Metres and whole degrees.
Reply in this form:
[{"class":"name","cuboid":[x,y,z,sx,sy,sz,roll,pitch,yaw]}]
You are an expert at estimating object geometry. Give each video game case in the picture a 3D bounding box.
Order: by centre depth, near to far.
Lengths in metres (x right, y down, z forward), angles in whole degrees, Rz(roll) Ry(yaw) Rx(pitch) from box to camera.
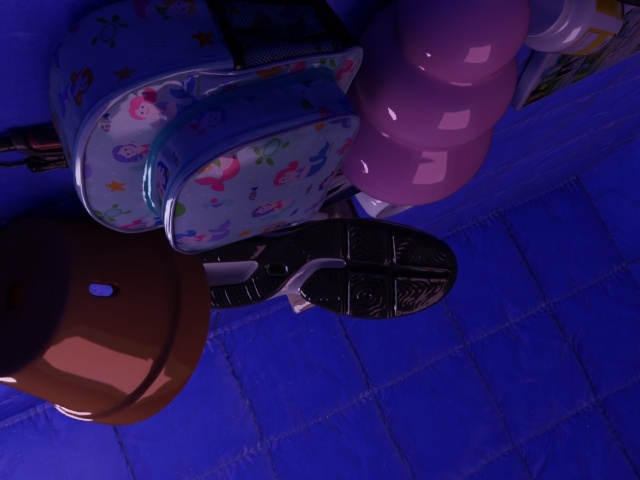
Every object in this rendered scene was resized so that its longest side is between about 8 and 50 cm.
[{"class":"video game case","cuboid":[0.503,-0.358,1.142,0.300,0.036,0.329,-26,171,2]}]

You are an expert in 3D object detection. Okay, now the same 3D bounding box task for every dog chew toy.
[{"class":"dog chew toy","cuboid":[0.121,-0.178,0.718,0.207,0.206,0.332,-22,161,-19]}]

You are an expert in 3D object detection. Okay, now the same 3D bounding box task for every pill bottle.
[{"class":"pill bottle","cuboid":[0.306,-0.289,0.816,0.184,0.103,0.103,-13,165,-48]}]

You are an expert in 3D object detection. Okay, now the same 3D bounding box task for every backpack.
[{"class":"backpack","cuboid":[-0.102,-0.103,0.582,0.254,0.191,0.225,-11,153,-25]}]

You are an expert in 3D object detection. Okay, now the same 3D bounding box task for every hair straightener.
[{"class":"hair straightener","cuboid":[-0.241,-0.091,0.679,0.230,0.047,0.089,-19,168,-31]}]

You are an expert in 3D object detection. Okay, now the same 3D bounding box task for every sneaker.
[{"class":"sneaker","cuboid":[-0.001,-0.001,1.092,0.448,0.169,0.257,1,-157,8]}]

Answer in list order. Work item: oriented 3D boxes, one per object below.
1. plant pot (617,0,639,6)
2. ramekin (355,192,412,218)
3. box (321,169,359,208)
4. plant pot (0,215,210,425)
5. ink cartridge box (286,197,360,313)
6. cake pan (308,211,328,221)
[{"class":"plant pot","cuboid":[0.357,-0.322,0.594,0.167,0.187,0.188,-12,169,-6]},{"class":"ramekin","cuboid":[0.160,-0.128,1.287,0.207,0.109,0.207,-25,170,-4]},{"class":"box","cuboid":[0.035,-0.121,0.975,0.290,0.087,0.169,-26,174,-47]},{"class":"plant pot","cuboid":[-0.320,0.092,0.849,0.291,0.290,0.203,-28,154,18]},{"class":"ink cartridge box","cuboid":[0.005,0.035,1.511,0.235,0.193,0.088,-31,168,33]},{"class":"cake pan","cuboid":[-0.125,-0.010,1.363,0.293,0.054,0.293,-24,170,-5]}]
